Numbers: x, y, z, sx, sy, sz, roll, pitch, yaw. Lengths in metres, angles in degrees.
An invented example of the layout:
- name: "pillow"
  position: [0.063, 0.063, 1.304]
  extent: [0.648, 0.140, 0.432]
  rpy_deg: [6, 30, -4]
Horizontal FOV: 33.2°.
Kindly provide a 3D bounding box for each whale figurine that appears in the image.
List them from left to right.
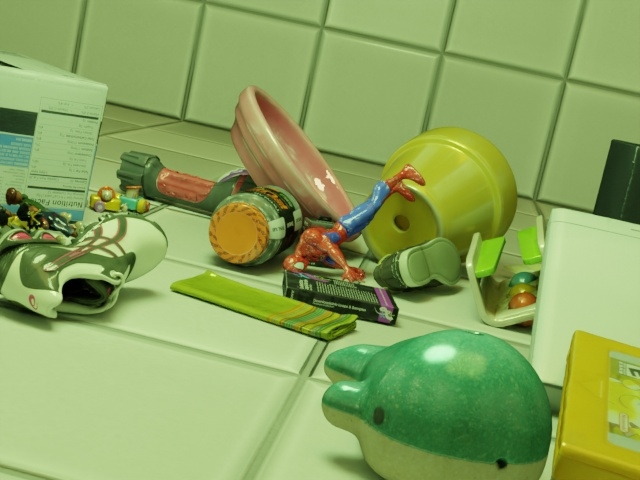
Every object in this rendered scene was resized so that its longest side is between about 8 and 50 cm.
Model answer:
- name: "whale figurine"
  position: [0.103, 0.137, 1.010]
  extent: [0.216, 0.141, 0.272]
  rpy_deg: [7, 11, -23]

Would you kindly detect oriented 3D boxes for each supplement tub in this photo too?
- name: "supplement tub"
  position: [-0.104, -0.023, 1.691]
  extent: [0.117, 0.117, 0.190]
  rpy_deg: [14, 11, 10]

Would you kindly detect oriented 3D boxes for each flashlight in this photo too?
- name: "flashlight"
  position: [-0.234, -0.102, 2.007]
  extent: [0.304, 0.103, 0.103]
  rpy_deg: [17, 7, 16]

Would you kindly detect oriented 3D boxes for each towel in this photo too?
- name: "towel"
  position: [-0.074, 0.083, 1.425]
  extent: [0.237, 0.021, 0.102]
  rpy_deg: [16, 10, 21]

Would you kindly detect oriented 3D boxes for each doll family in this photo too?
- name: "doll family"
  position: [-0.386, -0.017, 1.445]
  extent: [0.111, 0.076, 0.193]
  rpy_deg: [29, -5, -32]

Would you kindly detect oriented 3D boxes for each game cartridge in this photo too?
- name: "game cartridge"
  position: [0.406, 0.206, 1.095]
  extent: [0.323, 0.053, 0.285]
  rpy_deg: [14, 22, 11]

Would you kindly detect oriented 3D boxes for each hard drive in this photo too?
- name: "hard drive"
  position: [0.392, 0.097, 1.365]
  extent: [0.233, 0.047, 0.353]
  rpy_deg: [13, 40, 7]

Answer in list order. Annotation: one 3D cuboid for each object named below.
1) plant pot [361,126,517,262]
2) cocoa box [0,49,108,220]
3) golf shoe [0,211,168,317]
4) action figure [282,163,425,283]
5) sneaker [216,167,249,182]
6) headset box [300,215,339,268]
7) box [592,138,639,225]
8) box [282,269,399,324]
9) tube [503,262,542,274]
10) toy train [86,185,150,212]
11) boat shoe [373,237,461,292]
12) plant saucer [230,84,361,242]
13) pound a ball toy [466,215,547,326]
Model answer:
- name: "plant pot"
  position: [0.197, -0.060, 1.949]
  extent: [0.254, 0.254, 0.239]
  rpy_deg: [17, 26, 26]
- name: "cocoa box"
  position: [-0.537, -0.185, 1.741]
  extent: [0.231, 0.228, 0.347]
  rpy_deg: [4, 13, -40]
- name: "golf shoe"
  position: [-0.269, 0.041, 1.279]
  extent: [0.120, 0.105, 0.273]
  rpy_deg: [35, 26, 26]
- name: "action figure"
  position: [0.071, 0.001, 1.719]
  extent: [0.280, 0.091, 0.139]
  rpy_deg: [-31, 74, -25]
- name: "sneaker"
  position: [-0.088, -0.075, 2.080]
  extent: [0.236, 0.095, 0.104]
  rpy_deg: [11, 18, -11]
- name: "headset box"
  position: [0.000, 0.000, 1.779]
  extent: [0.062, 0.083, 0.032]
  rpy_deg: [9, 10, -21]
- name: "box"
  position: [0.599, 0.031, 1.676]
  extent: [0.343, 0.313, 0.179]
  rpy_deg: [13, 10, 0]
- name: "box"
  position: [0.026, 0.080, 1.536]
  extent: [0.162, 0.029, 0.116]
  rpy_deg: [13, 10, -5]
- name: "tube"
  position: [0.476, 0.067, 2.054]
  extent: [0.240, 0.062, 0.070]
  rpy_deg: [3, -27, -22]
- name: "toy train"
  position: [-0.381, -0.085, 1.894]
  extent: [0.166, 0.046, 0.125]
  rpy_deg: [2, 15, -43]
- name: "boat shoe"
  position: [0.163, 0.042, 1.754]
  extent: [0.068, 0.081, 0.227]
  rpy_deg: [-15, -7, 30]
- name: "plant saucer"
  position: [-0.053, -0.123, 1.919]
  extent: [0.332, 0.084, 0.332]
  rpy_deg: [51, 11, -14]
- name: "pound a ball toy"
  position: [0.351, 0.050, 1.700]
  extent: [0.208, 0.136, 0.319]
  rpy_deg: [-16, 7, 13]
